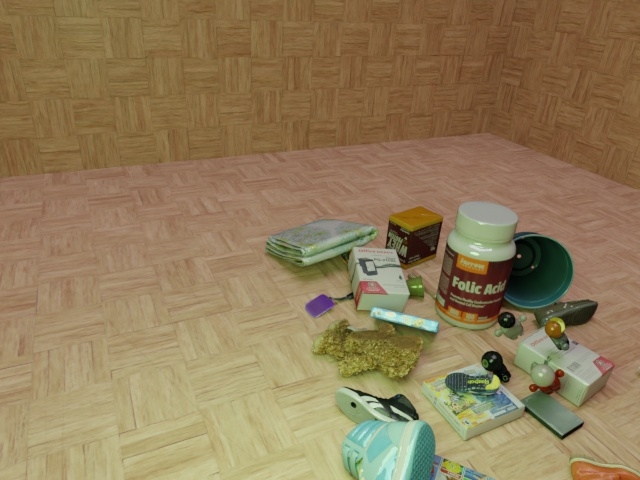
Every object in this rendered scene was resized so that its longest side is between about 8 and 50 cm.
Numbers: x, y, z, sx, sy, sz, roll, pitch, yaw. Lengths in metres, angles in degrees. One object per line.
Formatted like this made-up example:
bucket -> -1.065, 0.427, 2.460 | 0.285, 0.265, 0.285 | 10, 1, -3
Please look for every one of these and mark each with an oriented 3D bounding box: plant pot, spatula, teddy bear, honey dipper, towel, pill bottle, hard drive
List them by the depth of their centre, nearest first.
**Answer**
hard drive -> 0.623, 0.468, 1.332 | 0.094, 0.022, 0.135 | -14, 32, -29
teddy bear -> 0.137, 0.328, 1.481 | 0.338, 0.113, 0.245 | 3, 18, 14
pill bottle -> 0.526, 0.082, 1.657 | 0.224, 0.392, 0.224 | 2, 28, -1
spatula -> 0.081, 0.204, 1.766 | 0.296, 0.030, 0.084 | -15, 34, -30
plant pot -> 0.337, 0.173, 1.814 | 0.079, 0.083, 0.083 | -7, 27, 6
plant pot -> 0.767, 0.085, 1.847 | 0.272, 0.271, 0.255 | 7, 13, 8
honey dipper -> 0.389, 0.174, 1.863 | 0.030, 0.030, 0.160 | -11, 35, -26
towel -> 0.000, 0.000, 2.015 | 0.374, 0.090, 0.320 | -19, 20, -30

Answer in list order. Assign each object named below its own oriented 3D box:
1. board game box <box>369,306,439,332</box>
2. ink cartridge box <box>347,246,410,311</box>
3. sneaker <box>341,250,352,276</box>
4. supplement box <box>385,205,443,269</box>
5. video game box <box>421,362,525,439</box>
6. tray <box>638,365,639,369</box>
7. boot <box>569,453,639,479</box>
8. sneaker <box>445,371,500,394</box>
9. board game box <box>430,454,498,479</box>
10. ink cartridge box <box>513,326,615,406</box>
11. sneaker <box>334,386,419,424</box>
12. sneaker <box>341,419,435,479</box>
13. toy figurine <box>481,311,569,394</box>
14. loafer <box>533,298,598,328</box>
board game box -> 0.275, 0.257, 1.591 | 0.211, 0.039, 0.160 | 11, -7, 15
ink cartridge box -> 0.204, 0.137, 1.773 | 0.172, 0.100, 0.237 | 4, 40, -10
sneaker -> 0.136, 0.066, 1.982 | 0.084, 0.083, 0.215 | -3, 27, -8
supplement box -> 0.384, -0.014, 2.038 | 0.191, 0.194, 0.129 | -17, 34, -34
video game box -> 0.416, 0.434, 1.350 | 0.205, 0.048, 0.187 | -10, 28, -24
tray -> 1.079, 0.445, 1.415 | 0.145, 0.030, 0.270 | -9, 30, -21
boot -> 0.664, 0.558, 1.134 | 0.158, 0.059, 0.084 | 5, 30, 21
sneaker -> 0.411, 0.392, 1.329 | 0.144, 0.059, 0.053 | -2, 55, 25
board game box -> 0.314, 0.569, 1.093 | 0.201, 0.035, 0.136 | 15, 30, 22
ink cartridge box -> 0.718, 0.366, 1.462 | 0.158, 0.092, 0.218 | -16, 35, -33
sneaker -> 0.153, 0.436, 1.296 | 0.217, 0.079, 0.121 | 27, 32, 23
sneaker -> 0.113, 0.537, 1.070 | 0.208, 0.127, 0.319 | -8, 36, 40
toy figurine -> 0.579, 0.309, 1.382 | 0.213, 0.148, 0.209 | 10, 69, 41
loafer -> 0.851, 0.242, 1.709 | 0.251, 0.094, 0.087 | -7, 34, -19
